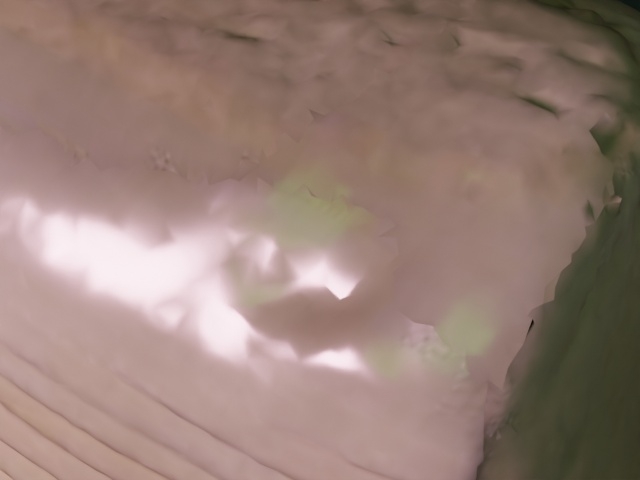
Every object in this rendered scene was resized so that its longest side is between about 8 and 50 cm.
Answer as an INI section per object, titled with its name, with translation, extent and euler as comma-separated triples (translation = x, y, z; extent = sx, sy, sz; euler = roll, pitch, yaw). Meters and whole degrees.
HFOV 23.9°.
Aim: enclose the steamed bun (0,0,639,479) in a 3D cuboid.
[steamed bun]
translation = 0.000, 0.000, 0.497
extent = 0.290, 0.273, 0.272
euler = 21, 49, 13
